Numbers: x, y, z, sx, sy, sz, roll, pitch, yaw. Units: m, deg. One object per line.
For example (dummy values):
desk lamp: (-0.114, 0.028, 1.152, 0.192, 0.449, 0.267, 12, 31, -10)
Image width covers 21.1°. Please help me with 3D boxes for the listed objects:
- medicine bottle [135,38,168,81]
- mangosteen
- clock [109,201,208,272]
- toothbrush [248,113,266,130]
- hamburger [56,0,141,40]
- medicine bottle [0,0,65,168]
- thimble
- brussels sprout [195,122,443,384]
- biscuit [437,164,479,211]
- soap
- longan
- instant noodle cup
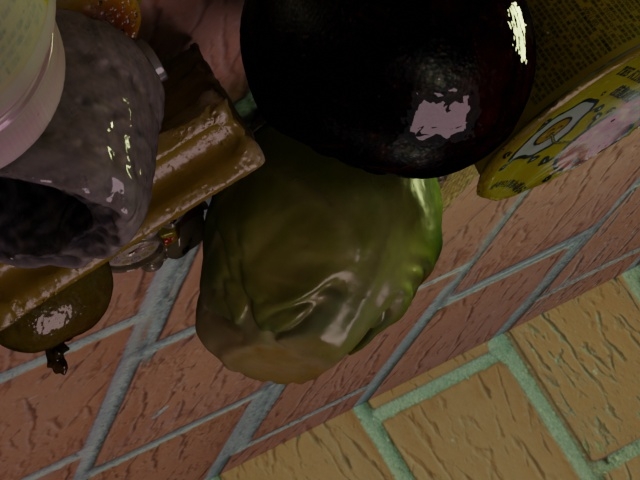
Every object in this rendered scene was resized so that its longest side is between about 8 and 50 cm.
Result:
medicine bottle: (-0.303, -0.081, 1.591, 0.352, 0.110, 0.110, -31, 164, -3)
mangosteen: (0.069, -0.207, 1.646, 0.300, 0.300, 0.300, -29, 164, -9)
clock: (-0.200, -0.031, 1.953, 0.144, 0.103, 0.231, -22, 162, -5)
toothbrush: (-0.058, -0.149, 2.018, 0.194, 0.017, 0.014, -43, 167, 26)
hamburger: (-0.214, -0.186, 1.492, 0.126, 0.081, 0.141, -31, 163, -2)
medicine bottle: (-0.291, -0.180, 1.127, 0.213, 0.213, 0.378, -30, 165, -7)
thimble: (-0.256, -0.082, 1.415, 0.246, 0.157, 0.217, 13, 151, -17)
brussels sprout: (0.000, 0.000, 1.985, 0.344, 0.268, 0.344, -161, -90, -88)
biscuit: (0.229, -0.190, 2.141, 0.426, 0.078, 0.144, -48, 164, 8)
soap: (-0.219, -0.056, 1.680, 0.315, 0.091, 0.199, -34, -154, 0)
longan: (-0.296, 0.058, 1.841, 0.155, 0.176, 0.145, -17, -171, -18)
instant noodle cup: (0.242, -0.235, 1.866, 0.326, 0.254, 0.325, -31, 166, -8)
